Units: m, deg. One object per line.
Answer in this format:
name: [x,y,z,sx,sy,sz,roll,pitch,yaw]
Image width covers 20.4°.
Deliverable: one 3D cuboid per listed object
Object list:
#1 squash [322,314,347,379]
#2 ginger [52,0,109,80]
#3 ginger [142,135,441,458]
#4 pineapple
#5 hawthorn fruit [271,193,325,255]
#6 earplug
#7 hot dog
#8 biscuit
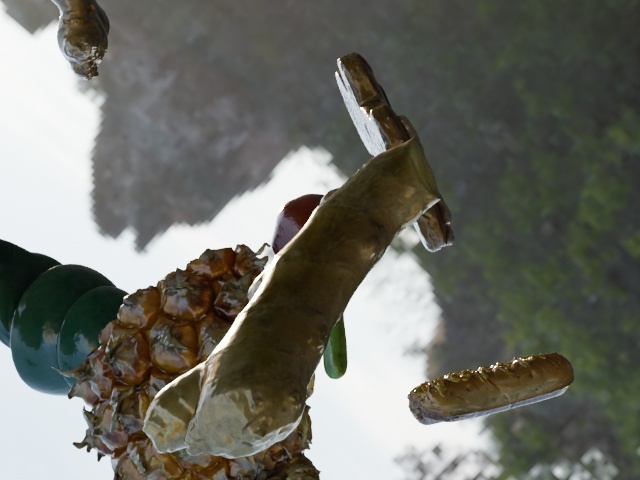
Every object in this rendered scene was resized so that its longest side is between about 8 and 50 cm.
squash: [0.013,0.093,1.759,0.027,0.027,0.089,22,-117,-69]
ginger: [-0.289,-0.253,2.164,0.214,0.059,0.133,70,-179,-83]
ginger: [-0.005,0.037,1.215,0.118,0.299,0.065,4,133,42]
pineapple: [-0.135,0.209,1.841,0.209,0.344,0.286,-6,-137,-31]
hawthorn fruit: [0.000,0.000,1.727,0.081,0.081,0.093,36,175,-41]
earplug: [-0.328,0.087,2.118,0.280,0.164,0.257,14,160,30]
hot dog: [0.156,0.139,1.661,0.071,0.165,0.045,-13,88,66]
biscuit: [0.076,-0.117,1.986,0.301,0.049,0.197,-119,7,-65]
